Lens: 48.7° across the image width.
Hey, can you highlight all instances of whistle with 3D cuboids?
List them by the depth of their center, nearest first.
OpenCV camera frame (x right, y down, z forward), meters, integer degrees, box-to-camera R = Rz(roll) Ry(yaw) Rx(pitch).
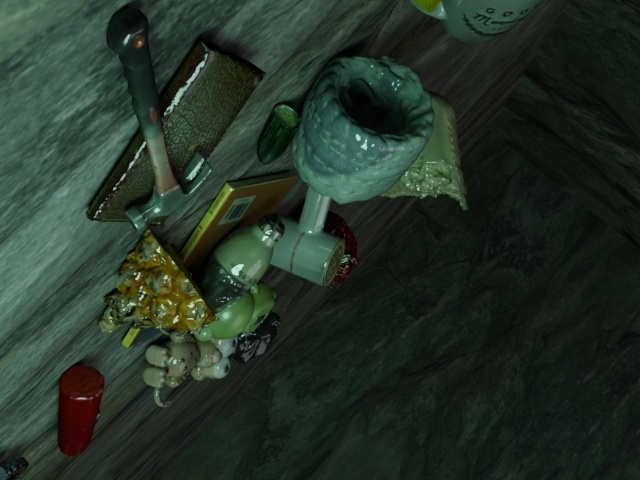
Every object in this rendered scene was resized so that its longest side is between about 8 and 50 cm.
[{"bbox_3d":[-0.164,0.132,1.453,0.131,0.106,0.288,-55,168,16],"label":"whistle"}]

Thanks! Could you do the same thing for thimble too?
[{"bbox_3d":[0.067,-0.181,1.148,0.172,0.205,0.250,-60,-177,47],"label":"thimble"}]

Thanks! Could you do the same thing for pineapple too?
[{"bbox_3d":[-0.248,0.107,1.078,0.164,0.140,0.249,-37,163,-20],"label":"pineapple"}]

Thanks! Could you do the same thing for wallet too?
[{"bbox_3d":[-0.170,-0.119,0.835,0.243,0.039,0.133,-53,161,16],"label":"wallet"}]

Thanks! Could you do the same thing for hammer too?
[{"bbox_3d":[-0.175,-0.116,0.734,0.111,0.033,0.287,-35,157,-20],"label":"hammer"}]

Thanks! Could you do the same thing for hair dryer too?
[{"bbox_3d":[-0.011,-0.097,1.413,0.107,0.173,0.357,-34,144,-66],"label":"hair dryer"}]

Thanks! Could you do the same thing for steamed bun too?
[{"bbox_3d":[0.185,-0.196,1.609,0.272,0.273,0.290,-7,172,10],"label":"steamed bun"}]

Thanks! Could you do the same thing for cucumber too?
[{"bbox_3d":[-0.070,-0.160,1.102,0.048,0.048,0.105,-39,168,-45],"label":"cucumber"}]

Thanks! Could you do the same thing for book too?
[{"bbox_3d":[-0.199,0.029,1.312,0.374,0.028,0.262,-53,169,21],"label":"book"}]

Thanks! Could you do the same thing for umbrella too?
[{"bbox_3d":[-0.247,0.268,1.770,0.337,0.128,0.154,-31,139,-37],"label":"umbrella"}]

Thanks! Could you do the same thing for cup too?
[{"bbox_3d":[0.255,-0.435,1.194,0.258,0.186,0.234,-16,171,-10],"label":"cup"}]

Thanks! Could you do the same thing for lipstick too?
[{"bbox_3d":[-0.428,0.306,1.253,0.073,0.073,0.279,-41,168,-37],"label":"lipstick"}]

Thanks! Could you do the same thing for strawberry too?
[{"bbox_3d":[0.000,0.000,1.686,0.201,0.187,0.184,-85,-178,-59],"label":"strawberry"}]

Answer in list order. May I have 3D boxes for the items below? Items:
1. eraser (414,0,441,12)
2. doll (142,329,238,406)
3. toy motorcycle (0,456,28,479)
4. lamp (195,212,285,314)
[{"bbox_3d":[0.164,-0.408,1.027,0.122,0.097,0.045,-46,170,-6],"label":"eraser"},{"bbox_3d":[-0.281,0.253,1.541,0.278,0.119,0.154,-23,121,-62],"label":"doll"},{"bbox_3d":[-0.561,0.427,1.118,0.215,0.080,0.122,-41,169,-16],"label":"toy motorcycle"},{"bbox_3d":[-0.158,0.052,1.247,0.250,0.101,0.101,-46,171,10],"label":"lamp"}]
